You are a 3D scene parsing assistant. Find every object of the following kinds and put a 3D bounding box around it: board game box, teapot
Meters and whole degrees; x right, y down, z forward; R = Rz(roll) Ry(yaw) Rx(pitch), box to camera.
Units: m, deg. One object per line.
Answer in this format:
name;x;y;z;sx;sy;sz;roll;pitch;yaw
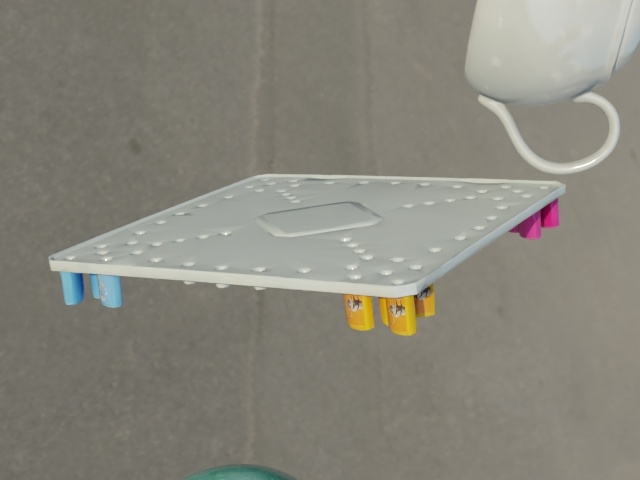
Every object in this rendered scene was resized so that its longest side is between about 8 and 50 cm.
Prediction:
board game box;0.000;0.000;1.212;0.390;0.390;0.050;-27;116;-56
teapot;0.261;-0.240;1.237;0.256;0.187;0.252;93;15;-56

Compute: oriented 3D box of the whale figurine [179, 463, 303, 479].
whale figurine;-0.049;0.284;0.822;0.141;0.216;0.272;31;33;-57
